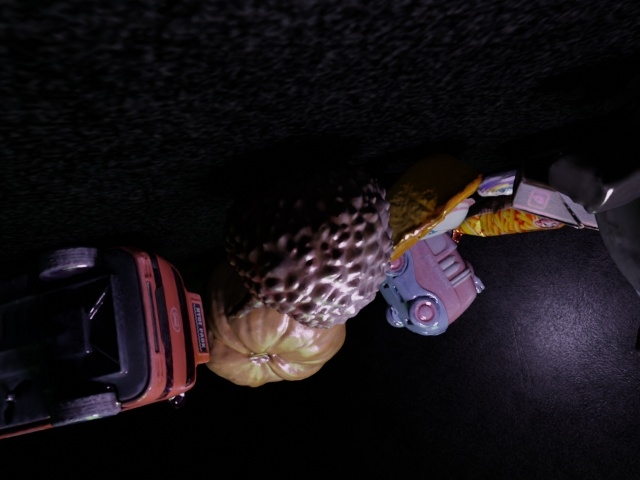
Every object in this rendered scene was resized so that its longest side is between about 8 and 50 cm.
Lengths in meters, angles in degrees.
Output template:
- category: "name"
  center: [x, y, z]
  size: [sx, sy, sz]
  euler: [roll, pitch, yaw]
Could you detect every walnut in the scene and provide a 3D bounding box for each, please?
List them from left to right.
- category: "walnut"
  center: [-0.083, 0.132, 0.976]
  size: [0.296, 0.285, 0.285]
  euler: [-41, 160, 31]

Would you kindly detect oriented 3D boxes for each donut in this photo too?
- category: "donut"
  center: [0.111, -0.038, 0.603]
  size: [0.162, 0.065, 0.178]
  euler: [-42, 171, 4]

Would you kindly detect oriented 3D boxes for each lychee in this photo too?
- category: "lychee"
  center: [-0.018, 0.011, 0.482]
  size: [0.197, 0.165, 0.165]
  euler: [-48, 172, 1]

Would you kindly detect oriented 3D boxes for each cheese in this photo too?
- category: "cheese"
  center: [0.148, -0.041, 0.826]
  size: [0.189, 0.074, 0.286]
  euler: [-19, 171, 28]

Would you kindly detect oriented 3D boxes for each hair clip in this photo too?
- category: "hair clip"
  center: [0.330, -0.103, 0.845]
  size: [0.172, 0.049, 0.116]
  euler: [-9, 165, 35]

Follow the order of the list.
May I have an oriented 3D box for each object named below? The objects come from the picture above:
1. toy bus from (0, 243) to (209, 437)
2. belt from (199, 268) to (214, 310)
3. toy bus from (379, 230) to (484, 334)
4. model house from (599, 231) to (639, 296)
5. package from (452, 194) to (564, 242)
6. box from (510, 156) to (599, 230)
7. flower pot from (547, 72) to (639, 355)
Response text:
- category: "toy bus"
  center: [-0.372, 0.155, 0.679]
  size: [0.428, 0.202, 0.233]
  euler: [-15, 166, 11]
- category: "belt"
  center: [-0.184, 0.160, 1.267]
  size: [0.227, 0.115, 0.324]
  euler: [29, 150, -30]
- category: "toy bus"
  center: [0.243, 0.072, 1.229]
  size: [0.232, 0.294, 0.197]
  euler: [-31, 176, -13]
- category: "model house"
  center: [0.836, -0.056, 1.057]
  size: [0.446, 0.395, 0.399]
  euler: [-38, -155, 20]
- category: "package"
  center: [0.431, -0.075, 1.041]
  size: [0.224, 0.108, 0.288]
  euler: [-16, -176, -39]
- category: "box"
  center: [0.413, -0.038, 0.645]
  size: [0.325, 0.047, 0.180]
  euler: [16, -158, 16]
- category: "flower pot"
  center: [0.368, -0.054, 0.405]
  size: [0.283, 0.298, 0.299]
  euler: [-26, 176, -13]
